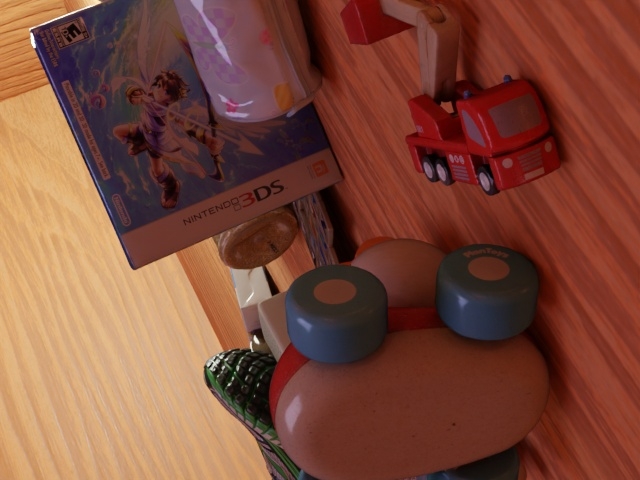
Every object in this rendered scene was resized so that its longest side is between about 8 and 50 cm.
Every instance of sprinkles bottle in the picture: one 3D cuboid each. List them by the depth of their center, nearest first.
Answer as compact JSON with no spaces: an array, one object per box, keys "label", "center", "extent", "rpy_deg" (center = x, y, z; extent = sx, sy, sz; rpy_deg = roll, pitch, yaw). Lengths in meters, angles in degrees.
[{"label":"sprinkles bottle","center":[-0.159,-0.120,1.509],"extent":[0.355,0.121,0.121],"rpy_deg":[58,165,33]}]

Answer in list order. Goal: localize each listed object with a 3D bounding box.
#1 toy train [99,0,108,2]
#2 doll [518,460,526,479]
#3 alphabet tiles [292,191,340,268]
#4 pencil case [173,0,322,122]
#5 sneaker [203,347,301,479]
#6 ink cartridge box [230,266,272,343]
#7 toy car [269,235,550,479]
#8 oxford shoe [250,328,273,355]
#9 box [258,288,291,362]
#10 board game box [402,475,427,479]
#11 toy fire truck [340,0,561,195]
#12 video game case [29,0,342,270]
[{"label":"toy train","center":[-0.228,-0.313,1.419],"extent":[0.105,0.143,0.248],"rpy_deg":[16,127,46]},{"label":"doll","center":[0.142,0.178,0.965],"extent":[0.189,0.046,0.129],"rpy_deg":[-133,21,-65]},{"label":"alphabet tiles","center":[0.000,0.000,1.241],"extent":[0.198,0.009,0.237],"rpy_deg":[90,161,-63]},{"label":"pencil case","center":[-0.079,-0.247,0.961],"extent":[0.124,0.113,0.273],"rpy_deg":[8,129,31]},{"label":"sneaker","center":[-0.052,0.300,1.516],"extent":[0.343,0.134,0.146],"rpy_deg":[45,126,10]},{"label":"ink cartridge box","center":[-0.113,0.133,1.894],"extent":[0.181,0.061,0.104],"rpy_deg":[81,172,-50]},{"label":"toy car","center":[0.052,0.074,0.843],"extent":[0.238,0.210,0.219],"rpy_deg":[-110,14,-56]},{"label":"oxford shoe","center":[-0.057,0.178,1.752],"extent":[0.227,0.082,0.096],"rpy_deg":[18,130,58]},{"label":"box","center":[0.013,0.197,1.440],"extent":[0.275,0.094,0.113],"rpy_deg":[59,166,30]},{"label":"board game box","center":[0.118,0.322,1.163],"extent":[0.254,0.079,0.336],"rpy_deg":[126,120,-88]},{"label":"toy fire truck","center":[0.081,-0.107,0.689],"extent":[0.135,0.047,0.192],"rpy_deg":[71,167,-14]},{"label":"video game case","center":[-0.139,-0.139,1.100],"extent":[0.270,0.244,0.061],"rpy_deg":[67,167,-3]}]
